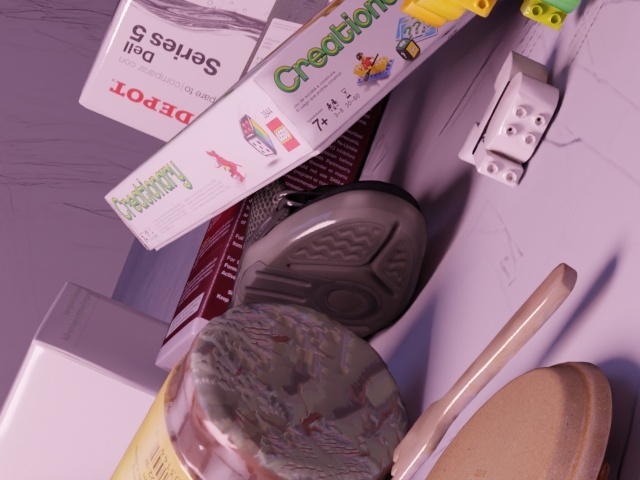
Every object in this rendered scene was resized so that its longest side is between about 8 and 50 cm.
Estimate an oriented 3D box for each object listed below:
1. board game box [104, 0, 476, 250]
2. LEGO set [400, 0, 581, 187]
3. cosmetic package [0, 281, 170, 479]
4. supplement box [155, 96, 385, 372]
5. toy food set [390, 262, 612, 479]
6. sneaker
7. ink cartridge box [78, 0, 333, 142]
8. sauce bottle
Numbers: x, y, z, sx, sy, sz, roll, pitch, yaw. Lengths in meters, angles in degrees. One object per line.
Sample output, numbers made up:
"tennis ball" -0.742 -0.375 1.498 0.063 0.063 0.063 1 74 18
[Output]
"board game box" -0.005 -0.093 0.926 0.193 0.053 0.305 -43 7 -22
"LEGO set" 0.093 -0.128 0.680 0.093 0.087 0.227 -91 25 -69
"cosmetic package" -0.214 0.240 1.267 0.197 0.155 0.366 -98 32 -79
"supplement box" -0.032 -0.017 1.135 0.130 0.073 0.239 142 150 -69
"toy food set" 0.057 0.098 0.510 0.132 0.038 0.192 -52 10 30
"sneaker" 0.000 0.000 0.876 0.227 0.087 0.130 120 164 -60
"ink cartridge box" -0.059 -0.207 1.357 0.115 0.198 0.273 -91 26 -65
"sauce bottle" -0.076 0.171 0.805 0.344 0.111 0.111 -56 14 40
